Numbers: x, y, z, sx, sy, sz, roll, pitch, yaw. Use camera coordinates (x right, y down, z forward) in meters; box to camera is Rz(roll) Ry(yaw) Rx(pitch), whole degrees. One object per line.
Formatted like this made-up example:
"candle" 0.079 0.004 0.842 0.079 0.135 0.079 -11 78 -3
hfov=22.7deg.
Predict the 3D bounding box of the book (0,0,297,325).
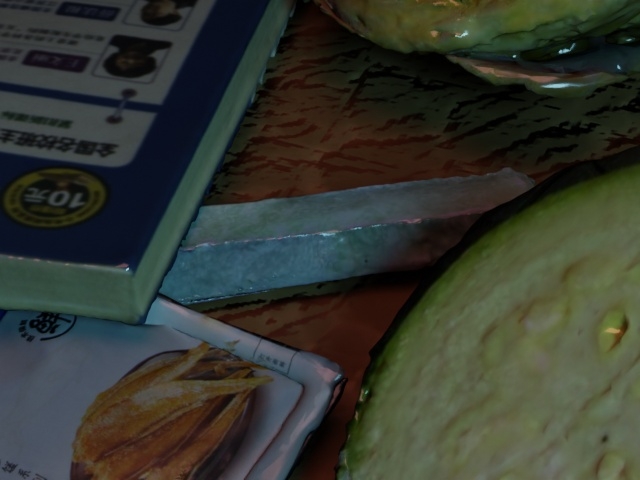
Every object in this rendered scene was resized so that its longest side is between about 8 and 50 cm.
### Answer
"book" -0.172 -0.116 0.824 0.300 0.039 0.428 8 38 10

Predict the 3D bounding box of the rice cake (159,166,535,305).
"rice cake" 0.000 0.000 0.718 0.211 0.034 0.043 -7 34 -5

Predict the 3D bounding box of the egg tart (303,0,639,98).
"egg tart" 0.130 -0.168 0.842 0.297 0.132 0.297 -12 42 11

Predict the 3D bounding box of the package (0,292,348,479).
"package" -0.102 0.083 0.628 0.173 0.027 0.171 21 54 19

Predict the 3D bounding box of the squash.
"squash" 0.112 0.083 0.567 0.220 0.133 0.220 -23 39 20
